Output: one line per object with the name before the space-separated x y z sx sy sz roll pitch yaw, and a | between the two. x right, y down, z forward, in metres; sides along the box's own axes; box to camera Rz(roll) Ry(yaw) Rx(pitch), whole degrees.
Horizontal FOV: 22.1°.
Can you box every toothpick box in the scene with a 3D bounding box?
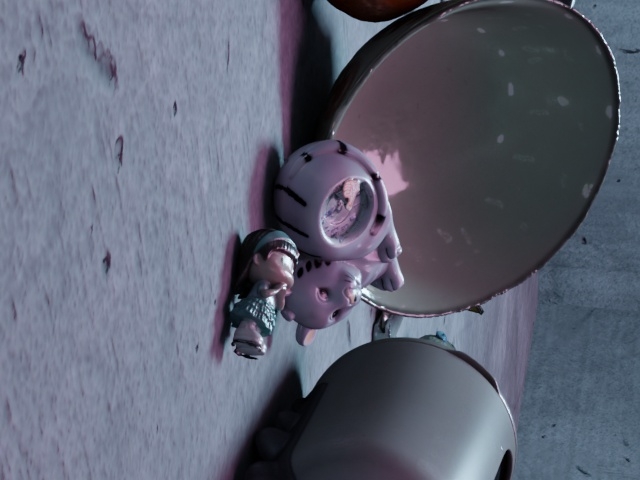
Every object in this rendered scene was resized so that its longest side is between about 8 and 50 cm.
toothpick box | 0.043 0.225 1.438 0.316 0.229 0.229 -51 144 -67

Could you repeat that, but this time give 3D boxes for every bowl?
bowl | 0.109 -0.106 1.585 0.157 0.337 0.337 44 -35 49

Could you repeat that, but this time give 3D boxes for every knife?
knife | 0.089 0.085 2.002 0.162 0.023 0.044 -59 145 -64

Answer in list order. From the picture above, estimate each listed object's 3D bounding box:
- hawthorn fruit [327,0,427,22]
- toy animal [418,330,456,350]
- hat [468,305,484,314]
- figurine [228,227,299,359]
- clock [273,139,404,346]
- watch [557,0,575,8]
hawthorn fruit | 0.055 -0.264 1.484 0.203 0.162 0.163 109 -6 -58
toy animal | 0.125 0.160 2.135 0.079 0.070 0.253 62 18 17
hat | 0.113 0.028 1.984 0.193 0.082 0.193 57 3 -5
figurine | -0.045 0.042 1.297 0.060 0.047 0.106 47 50 -52
clock | 0.000 0.000 1.414 0.117 0.080 0.176 -38 132 -26
watch | 0.264 -0.349 2.181 0.335 0.314 0.327 72 35 -87
